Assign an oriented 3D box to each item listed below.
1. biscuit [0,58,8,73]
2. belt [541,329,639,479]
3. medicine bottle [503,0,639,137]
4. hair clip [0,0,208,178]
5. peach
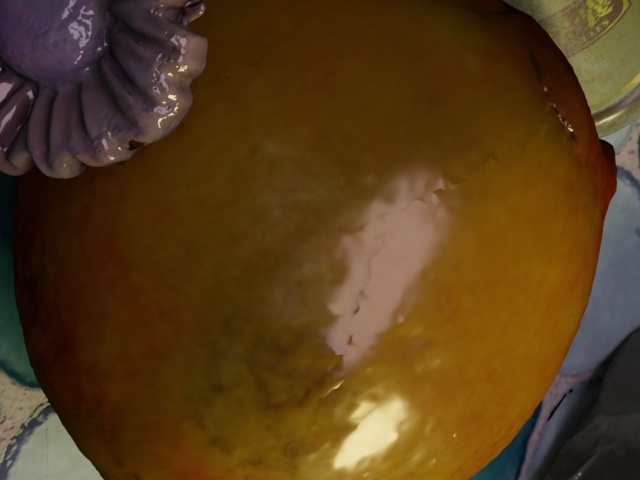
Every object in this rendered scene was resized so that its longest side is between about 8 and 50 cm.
[{"bbox_3d":[-0.207,-0.150,0.921,0.152,0.020,0.152,-8,106,-28],"label":"biscuit"},{"bbox_3d":[0.281,0.228,1.250,0.217,0.122,0.338,35,81,-34],"label":"belt"},{"bbox_3d":[0.125,-0.201,0.995,0.151,0.151,0.322,-57,142,-11],"label":"medicine bottle"},{"bbox_3d":[-0.122,-0.183,0.802,0.069,0.173,0.300,28,71,-62],"label":"hair clip"},{"bbox_3d":[0.000,0.000,0.910,0.373,0.290,0.372,0,87,7],"label":"peach"}]
